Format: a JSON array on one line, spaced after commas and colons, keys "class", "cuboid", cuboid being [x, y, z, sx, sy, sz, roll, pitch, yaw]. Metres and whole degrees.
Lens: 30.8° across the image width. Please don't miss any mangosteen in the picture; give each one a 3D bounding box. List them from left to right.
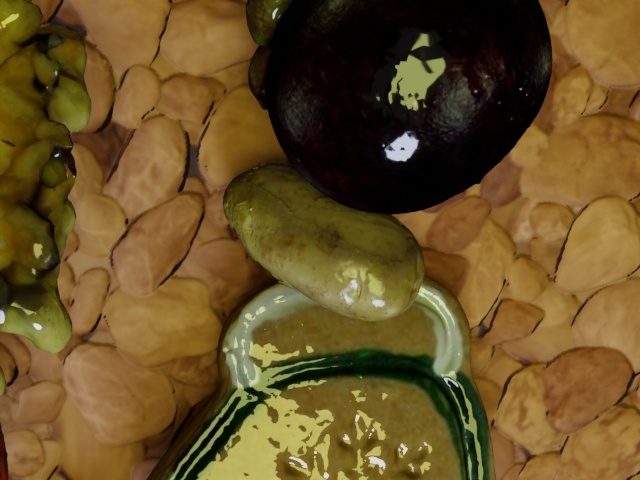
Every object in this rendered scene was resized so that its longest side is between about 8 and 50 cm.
[{"class": "mangosteen", "cuboid": [0.037, -0.138, 0.813, 0.250, 0.211, 0.211, 44, 95, 11]}]

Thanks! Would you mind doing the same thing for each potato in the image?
[{"class": "potato", "cuboid": [0.000, 0.000, 0.859, 0.170, 0.107, 0.080, 27, 123, 22]}]

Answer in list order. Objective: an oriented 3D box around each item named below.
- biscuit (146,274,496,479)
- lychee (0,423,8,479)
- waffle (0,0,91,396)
[{"class": "biscuit", "cuboid": [-0.001, 0.192, 0.906, 0.287, 0.057, 0.344, -3, 91, -13]}, {"class": "lychee", "cuboid": [-0.341, 0.164, 0.800, 0.255, 0.255, 0.300, 14, 86, -11]}, {"class": "waffle", "cuboid": [-0.337, -0.047, 0.734, 0.382, 0.095, 0.380, -4, 62, -5]}]
